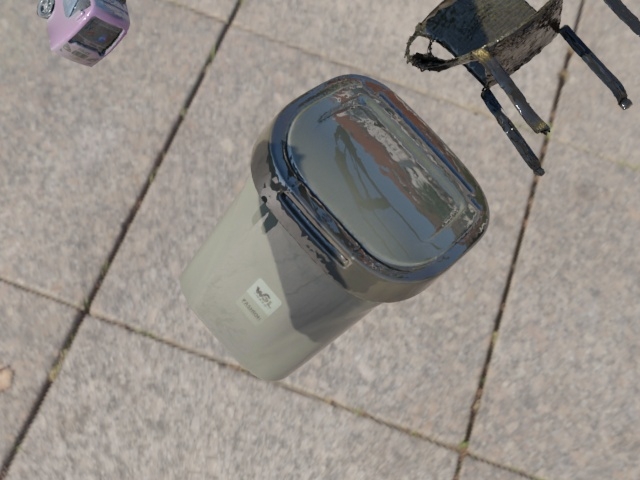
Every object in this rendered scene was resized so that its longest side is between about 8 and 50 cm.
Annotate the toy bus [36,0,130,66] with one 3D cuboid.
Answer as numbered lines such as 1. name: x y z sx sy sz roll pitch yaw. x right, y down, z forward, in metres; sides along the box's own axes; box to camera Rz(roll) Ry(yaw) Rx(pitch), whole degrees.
1. toy bus: -0.151 -0.175 0.614 0.037 0.052 0.131 18 50 -51

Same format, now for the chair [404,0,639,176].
1. chair: 0.179 -0.182 0.888 0.174 0.149 0.213 -39 70 -1

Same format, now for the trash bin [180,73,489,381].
1. trash bin: 0.000 0.000 1.016 0.220 0.250 0.219 49 38 7
